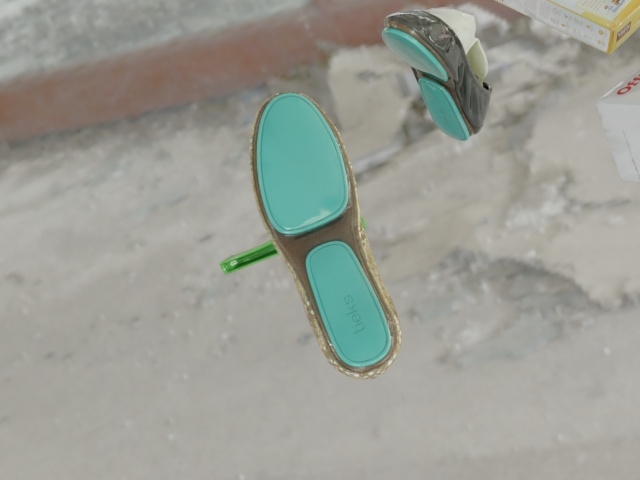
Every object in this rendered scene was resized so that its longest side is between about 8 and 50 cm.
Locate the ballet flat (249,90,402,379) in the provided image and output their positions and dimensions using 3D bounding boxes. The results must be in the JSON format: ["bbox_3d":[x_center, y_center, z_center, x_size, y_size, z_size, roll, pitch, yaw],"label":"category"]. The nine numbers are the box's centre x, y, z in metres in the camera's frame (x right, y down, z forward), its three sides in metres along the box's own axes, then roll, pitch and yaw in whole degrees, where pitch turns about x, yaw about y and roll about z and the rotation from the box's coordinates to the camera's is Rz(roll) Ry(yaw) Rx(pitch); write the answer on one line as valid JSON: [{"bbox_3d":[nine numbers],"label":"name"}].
[{"bbox_3d":[0.000,0.000,1.019,0.073,0.206,0.067,-15,-13,-2],"label":"ballet flat"}]

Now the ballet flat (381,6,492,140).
[{"bbox_3d":[0.145,-0.220,1.775,0.095,0.280,0.096,29,80,26],"label":"ballet flat"}]

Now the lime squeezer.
[{"bbox_3d":[-0.009,-0.001,1.323,0.110,0.059,0.310,-18,9,-15],"label":"lime squeezer"}]

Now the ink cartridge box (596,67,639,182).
[{"bbox_3d":[0.490,-0.154,1.712,0.201,0.117,0.278,-36,25,-25],"label":"ink cartridge box"}]

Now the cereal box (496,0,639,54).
[{"bbox_3d":[0.318,-0.344,1.921,0.240,0.047,0.173,31,54,26],"label":"cereal box"}]
